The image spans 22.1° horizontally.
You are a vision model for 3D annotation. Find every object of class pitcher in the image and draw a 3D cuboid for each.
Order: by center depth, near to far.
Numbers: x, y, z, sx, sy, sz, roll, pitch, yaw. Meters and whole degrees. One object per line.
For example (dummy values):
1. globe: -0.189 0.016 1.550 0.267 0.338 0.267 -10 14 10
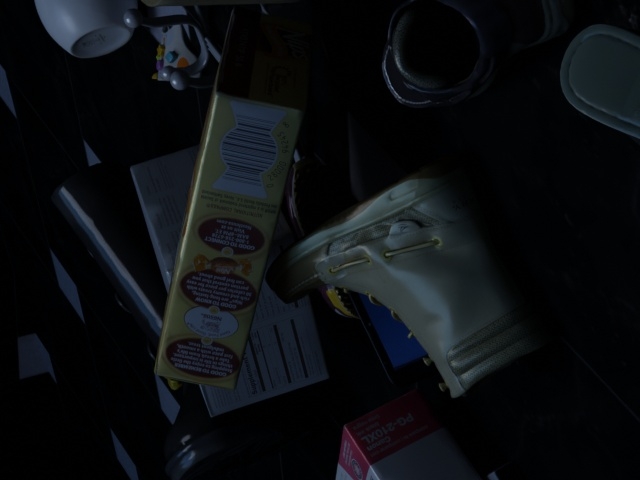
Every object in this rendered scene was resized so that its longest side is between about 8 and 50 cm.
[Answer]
1. pitcher: -0.302 -0.333 2.081 0.178 0.125 0.207 56 -167 -74

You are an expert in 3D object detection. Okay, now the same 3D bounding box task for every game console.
1. game console: 0.096 0.060 1.566 0.144 0.085 0.124 64 161 -2

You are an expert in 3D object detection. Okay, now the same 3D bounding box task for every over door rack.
1. over door rack: -0.113 -0.217 1.725 0.239 0.108 0.324 51 157 31

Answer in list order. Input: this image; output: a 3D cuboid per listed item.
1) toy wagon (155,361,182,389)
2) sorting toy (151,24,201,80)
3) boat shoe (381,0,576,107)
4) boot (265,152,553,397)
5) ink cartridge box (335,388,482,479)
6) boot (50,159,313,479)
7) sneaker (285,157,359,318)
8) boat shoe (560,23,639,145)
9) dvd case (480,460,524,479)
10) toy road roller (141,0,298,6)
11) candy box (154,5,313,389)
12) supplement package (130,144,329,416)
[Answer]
1. toy wagon: -0.225 0.099 2.484 0.267 0.068 0.344 52 158 32
2. sorting toy: -0.181 -0.234 1.997 0.083 0.045 0.075 -168 73 -66
3. boat shoe: 0.097 -0.157 1.272 0.103 0.092 0.285 66 161 -3
4. boot: 0.077 0.059 1.510 0.262 0.095 0.203 -31 88 41
5. ink cartridge box: 0.117 0.303 1.711 0.237 0.100 0.172 56 160 27
6. boot: -0.204 0.091 2.124 0.445 0.146 0.367 61 -172 10
7. sneaker: 0.000 0.000 1.764 0.084 0.069 0.185 3 116 63
8. boat shoe: 0.252 -0.067 1.029 0.228 0.068 0.081 43 113 38
9. dvd case: 0.201 0.338 1.737 0.179 0.029 0.239 61 160 10
10. toy road roller: -0.080 -0.365 1.260 0.240 0.202 0.329 -45 57 56
11. candy box: -0.082 -0.038 1.561 0.183 0.087 0.316 -85 9 -58
12. supplement package: -0.108 0.034 1.881 0.262 0.145 0.204 -117 11 -58
